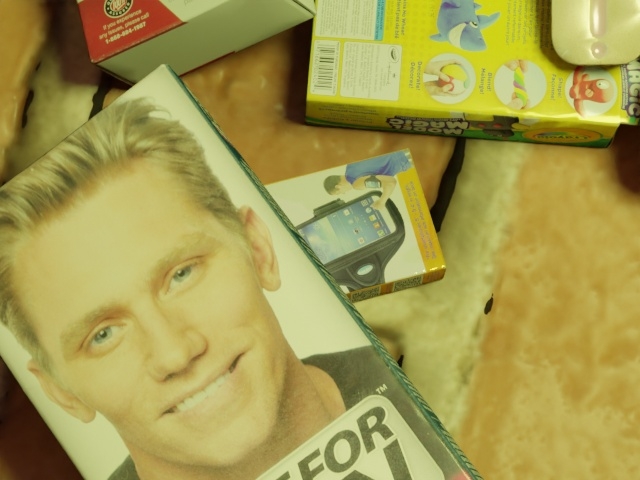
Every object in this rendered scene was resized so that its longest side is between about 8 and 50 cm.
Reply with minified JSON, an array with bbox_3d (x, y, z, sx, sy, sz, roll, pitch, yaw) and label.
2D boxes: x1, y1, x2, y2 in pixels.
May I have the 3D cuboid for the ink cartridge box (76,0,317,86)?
[{"bbox_3d":[-0.092,-0.200,1.064,0.127,0.072,0.175,-22,72,20],"label":"ink cartridge box"}]

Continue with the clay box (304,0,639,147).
[{"bbox_3d":[0.105,-0.129,1.077,0.222,0.053,0.127,5,74,-1],"label":"clay box"}]

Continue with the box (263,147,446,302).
[{"bbox_3d":[0.000,0.000,1.047,0.136,0.028,0.081,-14,73,-7],"label":"box"}]

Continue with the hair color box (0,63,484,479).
[{"bbox_3d":[-0.046,0.094,0.958,0.174,0.105,0.347,-38,76,1],"label":"hair color box"}]

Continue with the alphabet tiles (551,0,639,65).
[{"bbox_3d":[0.278,-0.175,1.015,0.284,0.021,0.277,0,91,7],"label":"alphabet tiles"}]
